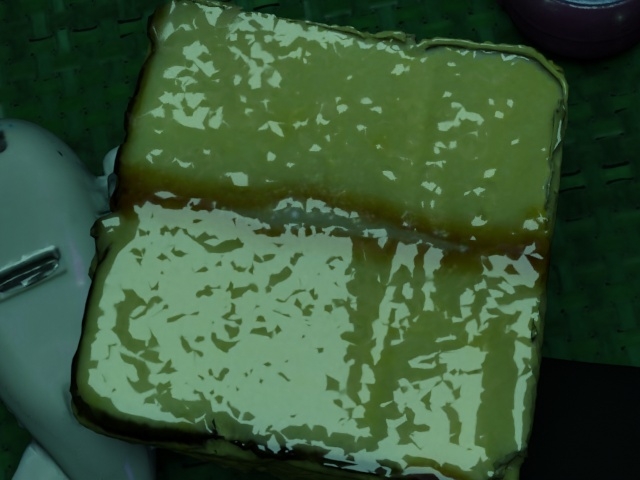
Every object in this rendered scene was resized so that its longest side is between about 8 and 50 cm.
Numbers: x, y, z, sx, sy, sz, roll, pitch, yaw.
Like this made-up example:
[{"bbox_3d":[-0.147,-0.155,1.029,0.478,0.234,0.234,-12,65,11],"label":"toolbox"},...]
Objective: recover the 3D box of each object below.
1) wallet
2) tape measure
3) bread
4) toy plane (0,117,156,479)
[{"bbox_3d":[0.227,0.127,1.008,0.250,0.044,0.149,5,40,9],"label":"wallet"},{"bbox_3d":[0.175,-0.181,1.134,0.125,0.074,0.118,-36,66,-12],"label":"tape measure"},{"bbox_3d":[0.000,0.000,0.974,0.236,0.198,0.263,18,70,-24],"label":"bread"},{"bbox_3d":[-0.160,0.044,1.066,0.267,0.122,0.266,-2,72,7],"label":"toy plane"}]
